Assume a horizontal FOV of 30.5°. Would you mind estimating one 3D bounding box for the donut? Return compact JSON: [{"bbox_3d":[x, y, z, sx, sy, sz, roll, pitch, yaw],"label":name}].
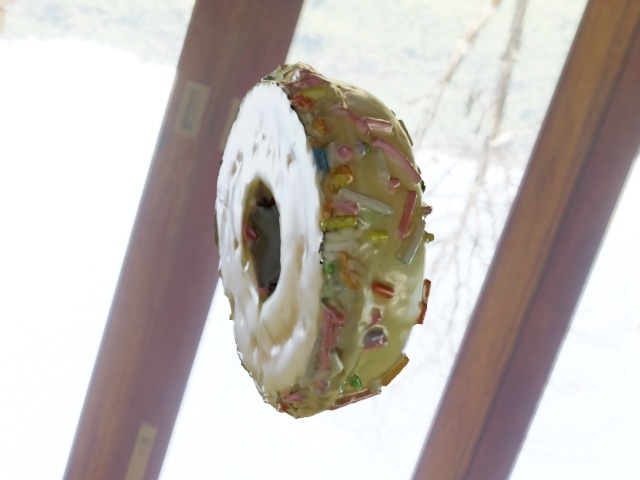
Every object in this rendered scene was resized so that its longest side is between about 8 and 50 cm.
[{"bbox_3d":[0.000,0.000,0.564,0.068,0.175,0.174,-3,-157,-23],"label":"donut"}]
